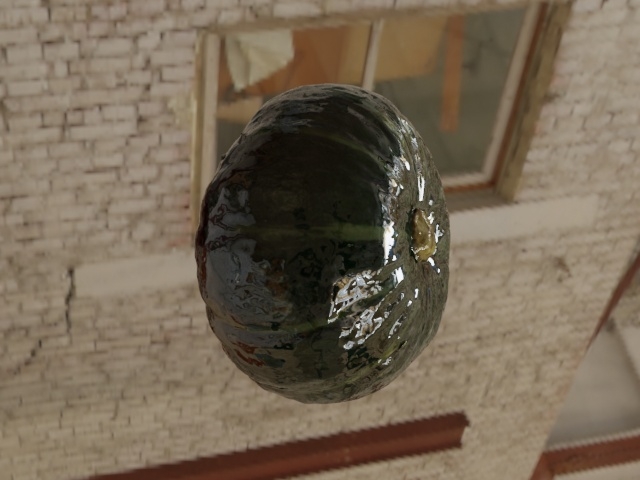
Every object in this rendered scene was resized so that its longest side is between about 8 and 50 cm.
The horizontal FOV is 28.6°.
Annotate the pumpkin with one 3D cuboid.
[{"bbox_3d":[0.001,0.002,0.814,0.152,0.212,0.212,-9,-134,18],"label":"pumpkin"}]
